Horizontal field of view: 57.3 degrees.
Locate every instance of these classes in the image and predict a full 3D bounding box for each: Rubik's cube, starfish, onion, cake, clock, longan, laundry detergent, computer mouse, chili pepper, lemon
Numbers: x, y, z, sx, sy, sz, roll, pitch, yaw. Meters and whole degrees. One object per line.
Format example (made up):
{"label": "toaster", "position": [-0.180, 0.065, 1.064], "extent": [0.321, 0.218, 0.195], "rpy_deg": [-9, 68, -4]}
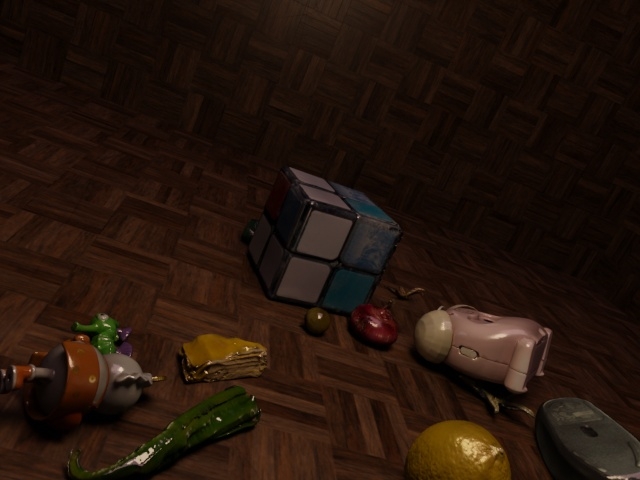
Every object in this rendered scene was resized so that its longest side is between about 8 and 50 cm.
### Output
{"label": "Rubik's cube", "position": [0.000, 0.000, 1.740], "extent": [0.318, 0.316, 0.313], "rpy_deg": [17, 19, -25]}
{"label": "starfish", "position": [0.281, 0.182, 2.026], "extent": [0.133, 0.041, 0.130], "rpy_deg": [3, 0, 30]}
{"label": "onion", "position": [0.161, 0.210, 1.619], "extent": [0.150, 0.140, 0.150], "rpy_deg": [19, 21, -8]}
{"label": "cake", "position": [-0.190, 0.244, 1.180], "extent": [0.185, 0.079, 0.116], "rpy_deg": [24, 14, -14]}
{"label": "clock", "position": [0.454, 0.286, 1.651], "extent": [0.326, 0.183, 0.342], "rpy_deg": [12, 0, 31]}
{"label": "starfish", "position": [0.462, 0.413, 1.544], "extent": [0.208, 0.053, 0.176], "rpy_deg": [18, 11, 19]}
{"label": "longan", "position": [-0.015, 0.212, 1.528], "extent": [0.083, 0.075, 0.075], "rpy_deg": [-20, 24, -1]}
{"label": "laundry detergent", "position": [-0.154, 0.004, 1.956], "extent": [0.211, 0.063, 0.137], "rpy_deg": [26, 21, -2]}
{"label": "computer mouse", "position": [0.627, 0.489, 1.354], "extent": [0.203, 0.114, 0.374], "rpy_deg": [-8, 11, 2]}
{"label": "chili pepper", "position": [-0.229, 0.312, 0.952], "extent": [0.359, 0.076, 0.085], "rpy_deg": [-4, 57, -56]}
{"label": "lemon", "position": [0.248, 0.412, 1.052], "extent": [0.178, 0.203, 0.178], "rpy_deg": [28, 37, -24]}

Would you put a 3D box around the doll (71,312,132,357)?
{"label": "doll", "position": [-0.410, 0.193, 1.095], "extent": [0.115, 0.050, 0.190], "rpy_deg": [19, 20, -27]}

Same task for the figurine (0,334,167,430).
{"label": "figurine", "position": [-0.369, 0.219, 0.937], "extent": [0.143, 0.143, 0.271], "rpy_deg": [34, 22, 30]}
